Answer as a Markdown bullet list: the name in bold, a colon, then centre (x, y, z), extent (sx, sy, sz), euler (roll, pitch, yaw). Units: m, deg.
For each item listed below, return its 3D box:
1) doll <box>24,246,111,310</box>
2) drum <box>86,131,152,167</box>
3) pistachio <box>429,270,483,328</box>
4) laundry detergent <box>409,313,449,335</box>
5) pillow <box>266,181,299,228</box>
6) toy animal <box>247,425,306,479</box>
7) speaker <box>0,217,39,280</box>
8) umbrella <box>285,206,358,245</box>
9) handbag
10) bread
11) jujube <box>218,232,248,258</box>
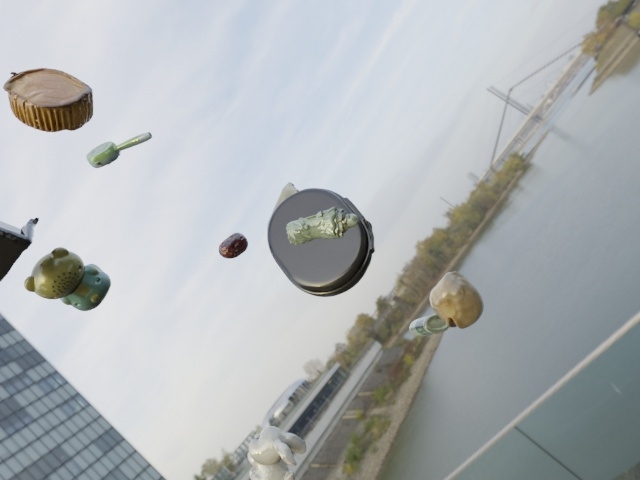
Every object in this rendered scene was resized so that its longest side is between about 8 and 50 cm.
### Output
- **doll**: centre (-0.871, 0.137, 1.610), extent (0.177, 0.162, 0.260), euler (-50, -32, -10)
- **drum**: centre (-0.732, -0.345, 1.698), extent (0.253, 0.130, 0.049), euler (-28, -54, -2)
- **pistachio**: centre (0.373, 0.165, 1.250), extent (0.223, 0.126, 0.152), euler (33, -122, -49)
- **laundry detergent**: centre (0.382, 0.312, 1.684), extent (0.099, 0.070, 0.225), euler (-15, -14, -13)
- **pillow**: centre (-0.137, -0.106, 1.688), extent (0.053, 0.119, 0.208), euler (18, -78, -34)
- **toy animal**: centre (-0.148, 0.717, 1.519), extent (0.127, 0.179, 0.192), euler (-4, -68, -64)
- **speaker**: centre (-1.005, -0.030, 1.296), extent (0.180, 0.184, 0.388), euler (-46, -39, 9)
- **umbrella**: centre (0.003, -0.028, 0.915), extent (0.062, 0.144, 0.067), euler (74, -171, -47)
- **handbag**: centre (0.000, 0.000, 1.211), extent (0.254, 0.308, 0.093), euler (-40, -27, 2)
- **bread**: centre (-0.704, -0.363, 1.217), extent (0.199, 0.199, 0.104), euler (-41, -20, -43)
- **jujube**: centre (-0.302, 0.020, 1.611), extent (0.077, 0.077, 0.129), euler (-58, -6, 29)
